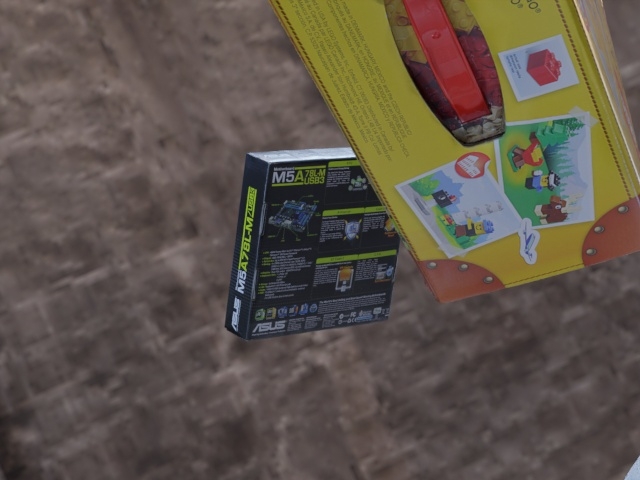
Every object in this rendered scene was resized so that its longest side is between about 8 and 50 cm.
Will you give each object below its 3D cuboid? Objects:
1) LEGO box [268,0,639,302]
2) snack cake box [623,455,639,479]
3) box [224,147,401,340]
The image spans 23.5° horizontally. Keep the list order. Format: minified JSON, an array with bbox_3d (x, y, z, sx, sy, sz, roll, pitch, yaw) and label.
[{"bbox_3d":[0.079,-0.259,1.166,0.193,0.372,0.500,-17,-44,15],"label":"LEGO box"},{"bbox_3d":[0.266,0.186,0.685,0.152,0.264,0.089,-4,-46,-29],"label":"snack cake box"},{"bbox_3d":[0.000,0.000,1.538,0.190,0.184,0.045,-7,19,-39],"label":"box"}]
